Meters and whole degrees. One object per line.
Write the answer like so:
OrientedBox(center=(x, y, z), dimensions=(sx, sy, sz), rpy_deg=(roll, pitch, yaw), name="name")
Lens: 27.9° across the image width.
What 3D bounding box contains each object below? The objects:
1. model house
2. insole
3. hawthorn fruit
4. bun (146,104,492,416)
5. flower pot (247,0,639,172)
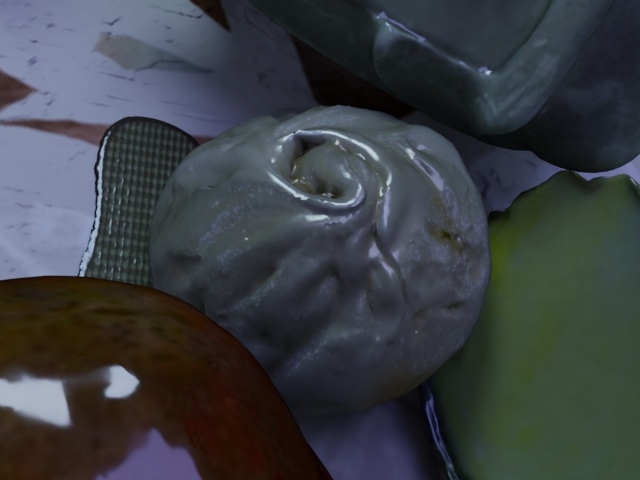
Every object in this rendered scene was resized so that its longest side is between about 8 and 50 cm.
OrientedBox(center=(0.179, 0.085, 0.735), dimensions=(0.211, 0.170, 0.194), rpy_deg=(21, 36, -50), name="model house")
OrientedBox(center=(-0.097, 0.030, 0.694), dimensions=(0.086, 0.005, 0.253), rpy_deg=(12, 53, -20), name="insole")
OrientedBox(center=(-0.111, 0.103, 0.526), dimensions=(0.208, 0.208, 0.248), rpy_deg=(-17, 50, -35), name="hawthorn fruit")
OrientedBox(center=(0.000, 0.000, 0.663), dimensions=(0.183, 0.102, 0.183), rpy_deg=(-1, 64, 2), name="bun")
OrientedBox(center=(0.045, -0.182, 0.768), dimensions=(0.367, 0.164, 0.254), rpy_deg=(29, 13, -3), name="flower pot")
